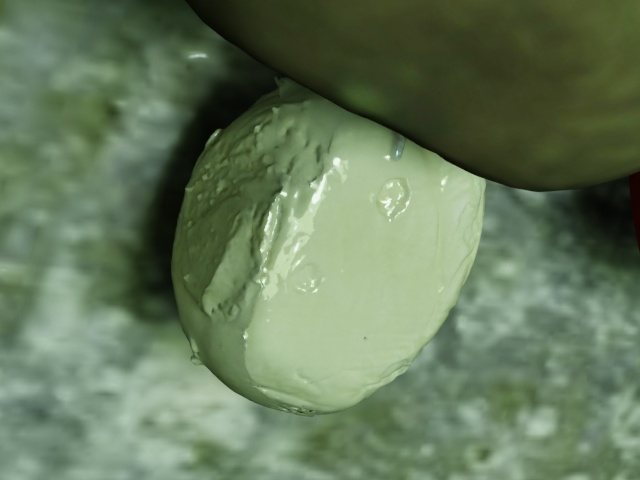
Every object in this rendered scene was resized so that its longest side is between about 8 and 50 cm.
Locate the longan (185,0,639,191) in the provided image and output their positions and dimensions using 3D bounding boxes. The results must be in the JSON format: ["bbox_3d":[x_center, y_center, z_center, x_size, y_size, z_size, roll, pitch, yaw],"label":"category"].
[{"bbox_3d":[0.052,-0.137,0.544,0.246,0.246,0.215,-32,167,-22],"label":"longan"}]

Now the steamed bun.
[{"bbox_3d":[0.000,0.000,0.639,0.112,0.091,0.130,15,102,-34],"label":"steamed bun"}]

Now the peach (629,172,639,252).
[{"bbox_3d":[0.251,-0.054,0.730,0.243,0.199,0.244,-21,123,-36],"label":"peach"}]
